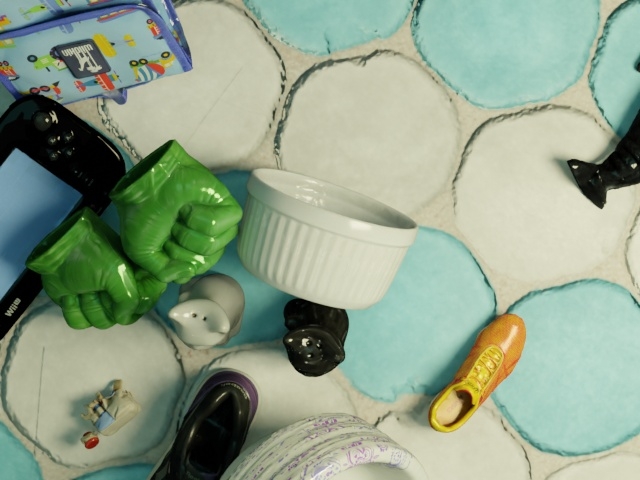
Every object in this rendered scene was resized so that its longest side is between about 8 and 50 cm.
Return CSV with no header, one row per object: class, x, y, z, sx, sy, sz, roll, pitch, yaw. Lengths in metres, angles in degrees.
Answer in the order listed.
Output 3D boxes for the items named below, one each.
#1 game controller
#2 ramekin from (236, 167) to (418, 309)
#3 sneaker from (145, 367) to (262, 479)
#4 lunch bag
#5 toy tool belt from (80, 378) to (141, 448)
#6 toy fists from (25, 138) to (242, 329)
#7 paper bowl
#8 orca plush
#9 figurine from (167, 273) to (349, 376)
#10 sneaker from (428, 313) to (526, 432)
game controller,-0.381,-0.018,1.468,0.166,0.067,0.319,38,92,-15
ramekin,0.000,0.000,1.419,0.207,0.207,0.109,19,101,-1
sneaker,-0.160,0.292,1.464,0.107,0.124,0.283,20,92,-1
lunch bag,-0.293,-0.271,1.399,0.221,0.138,0.293,-15,137,11
toy tool belt,-0.268,0.213,1.503,0.083,0.052,0.051,-39,61,-2
toy fists,-0.212,0.011,1.406,0.279,0.096,0.142,-35,110,26
paper bowl,-0.018,0.333,1.417,0.284,0.148,0.284,-19,121,-34
orca plush,0.428,-0.158,1.462,0.287,0.102,0.151,-29,92,1
figurine,-0.072,0.101,1.415,0.215,0.209,0.092,13,92,-1
sneaker,0.198,0.167,1.492,0.064,0.067,0.175,34,90,0
